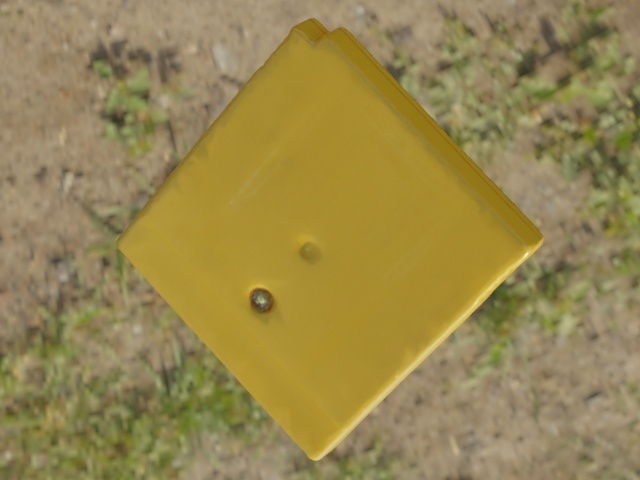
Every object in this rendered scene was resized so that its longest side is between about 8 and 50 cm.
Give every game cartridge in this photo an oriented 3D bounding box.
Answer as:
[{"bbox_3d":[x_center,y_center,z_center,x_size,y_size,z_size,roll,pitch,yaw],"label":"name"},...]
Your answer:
[{"bbox_3d":[0.000,0.000,1.679,0.285,0.053,0.323,47,122,6],"label":"game cartridge"}]
